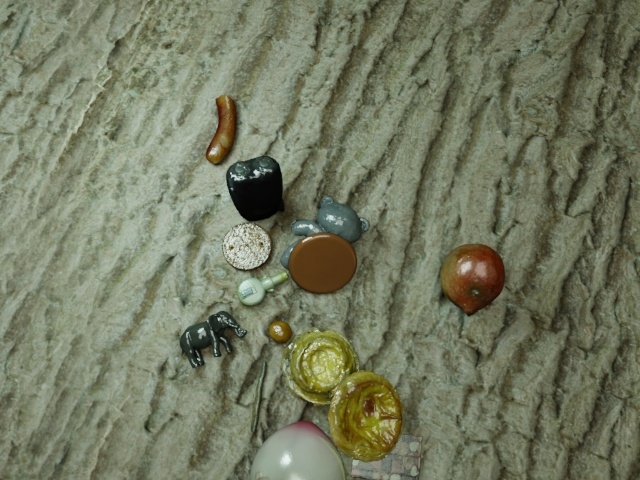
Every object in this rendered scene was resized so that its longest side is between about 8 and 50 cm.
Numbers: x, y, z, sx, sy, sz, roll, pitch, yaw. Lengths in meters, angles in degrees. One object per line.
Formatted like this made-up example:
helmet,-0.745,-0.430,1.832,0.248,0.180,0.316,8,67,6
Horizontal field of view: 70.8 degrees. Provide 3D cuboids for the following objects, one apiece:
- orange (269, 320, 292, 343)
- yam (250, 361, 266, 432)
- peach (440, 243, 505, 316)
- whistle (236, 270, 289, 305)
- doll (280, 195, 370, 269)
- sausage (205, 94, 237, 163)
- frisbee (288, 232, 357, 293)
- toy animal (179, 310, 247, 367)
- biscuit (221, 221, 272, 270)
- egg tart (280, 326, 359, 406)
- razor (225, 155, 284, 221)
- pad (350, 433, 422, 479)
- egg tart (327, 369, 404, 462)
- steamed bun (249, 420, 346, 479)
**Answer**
orange,-0.142,0.323,1.592,0.085,0.085,0.085,1,75,-3
yam,-0.216,0.539,1.559,0.027,0.029,0.234,22,69,-41
peach,0.541,0.144,1.602,0.233,0.232,0.256,6,65,-2
whistle,-0.209,0.166,1.639,0.198,0.057,0.104,-25,79,-8
doll,0.002,-0.003,1.667,0.246,0.158,0.340,40,105,-3
sausage,-0.385,-0.442,1.781,0.103,0.076,0.302,2,74,5
frisbee,0.009,0.086,1.612,0.251,0.021,0.250,-3,115,-5
toy animal,-0.376,0.336,1.556,0.245,0.114,0.146,-22,78,-9
biscuit,-0.274,0.022,1.689,0.188,0.027,0.187,1,74,-3
egg tart,0.002,0.434,1.562,0.279,0.095,0.278,1,74,-4
razor,-0.222,-0.170,1.592,0.189,0.327,0.107,-16,70,-7
pad,0.227,0.740,1.540,0.235,0.003,0.158,9,75,-1
egg tart,0.142,0.579,1.497,0.295,0.116,0.294,4,79,-22
steamed bun,-0.061,0.704,1.406,0.310,0.309,0.309,1,75,-3
